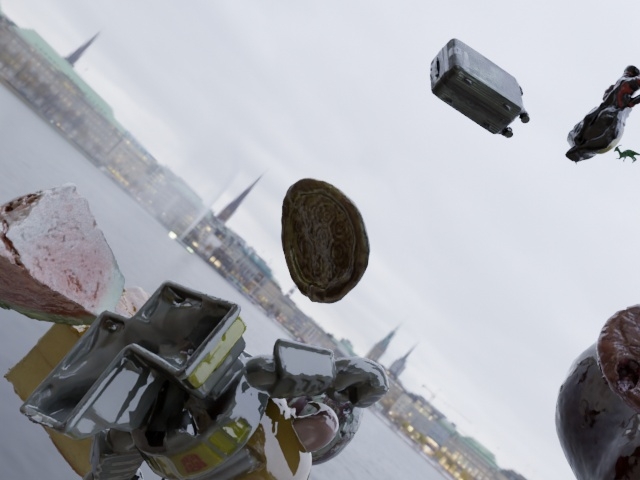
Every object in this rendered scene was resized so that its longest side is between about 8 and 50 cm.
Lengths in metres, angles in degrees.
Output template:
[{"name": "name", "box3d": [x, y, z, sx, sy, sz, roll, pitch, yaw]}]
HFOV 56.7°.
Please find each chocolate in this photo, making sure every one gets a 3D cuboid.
[{"name": "chocolate", "box3d": [0.542, 0.276, 0.870, 0.383, 0.384, 0.331, 47, 21, -30]}]

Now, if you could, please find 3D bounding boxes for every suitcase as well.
[{"name": "suitcase", "box3d": [0.476, -0.458, 1.777, 0.312, 0.202, 0.128, 27, -46, -18]}]

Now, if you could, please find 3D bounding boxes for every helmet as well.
[{"name": "helmet", "box3d": [-0.010, 0.283, 0.946, 0.153, 0.177, 0.107, 46, -2, -4]}]

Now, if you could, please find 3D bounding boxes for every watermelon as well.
[{"name": "watermelon", "box3d": [-0.468, 0.025, 0.920, 0.310, 0.193, 0.231, 27, -51, 10]}]

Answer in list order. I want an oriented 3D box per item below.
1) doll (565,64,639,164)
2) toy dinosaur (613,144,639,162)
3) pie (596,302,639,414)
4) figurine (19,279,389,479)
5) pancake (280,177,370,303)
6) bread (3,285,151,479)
[{"name": "doll", "box3d": [0.616, -0.263, 1.262, 0.088, 0.248, 0.127, 37, -1, 7]}, {"name": "toy dinosaur", "box3d": [0.833, -0.239, 1.600, 0.062, 0.021, 0.083, 59, -31, 11]}, {"name": "pie", "box3d": [0.377, 0.126, 0.635, 0.154, 0.153, 0.038, 35, -19, 36]}, {"name": "figurine", "box3d": [-0.109, 0.186, 0.600, 0.343, 0.167, 0.284, -11, -49, 23]}, {"name": "pancake", "box3d": [0.000, 0.000, 1.148, 0.031, 0.250, 0.250, -12, 35, -42]}, {"name": "bread", "box3d": [-0.375, 0.253, 1.114, 0.279, 0.207, 0.279, 49, 14, 7]}]
